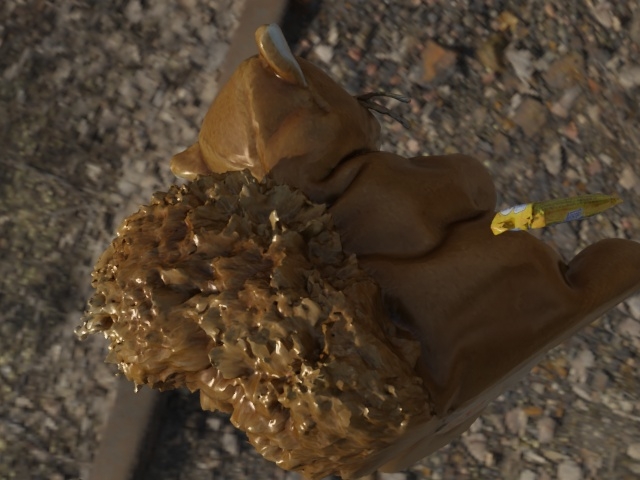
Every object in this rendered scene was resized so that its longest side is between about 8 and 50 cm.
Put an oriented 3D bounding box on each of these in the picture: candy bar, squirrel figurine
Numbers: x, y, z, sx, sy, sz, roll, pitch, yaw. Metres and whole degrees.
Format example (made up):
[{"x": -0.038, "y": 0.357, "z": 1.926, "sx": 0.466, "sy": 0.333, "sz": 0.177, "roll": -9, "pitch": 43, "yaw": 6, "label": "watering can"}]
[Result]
[{"x": 0.163, "y": -0.020, "z": 0.861, "sx": 0.040, "sy": 0.161, "sz": 0.018, "roll": -12, "pitch": 89, "yaw": 32, "label": "candy bar"}, {"x": 0.000, "y": 0.000, "z": 1.047, "sx": 0.370, "sy": 0.397, "sz": 0.281, "roll": 54, "pitch": 132, "yaw": 15, "label": "squirrel figurine"}]

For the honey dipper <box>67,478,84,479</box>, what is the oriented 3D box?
[{"x": -0.178, "y": 0.115, "z": 0.571, "sx": 0.030, "sy": 0.161, "sz": 0.030, "roll": -18, "pitch": 68, "yaw": 56, "label": "honey dipper"}]
